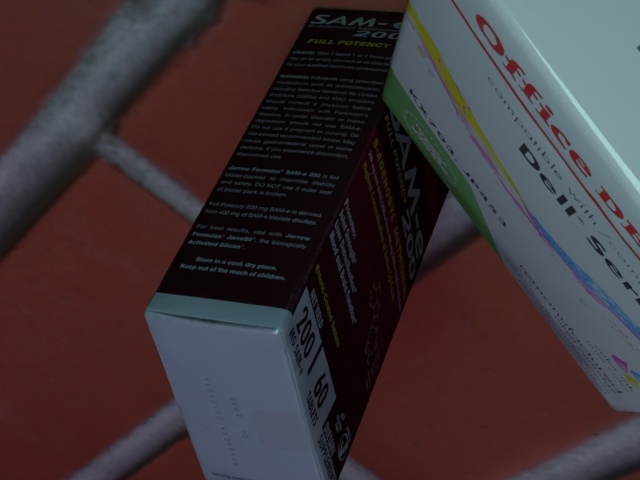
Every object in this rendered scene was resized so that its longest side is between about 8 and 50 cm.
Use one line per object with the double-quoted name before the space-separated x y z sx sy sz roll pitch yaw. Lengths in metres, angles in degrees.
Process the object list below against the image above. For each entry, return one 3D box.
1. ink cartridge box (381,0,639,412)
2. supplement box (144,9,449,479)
"ink cartridge box" 0.134 -0.046 0.538 0.207 0.119 0.353 54 175 5
"supplement box" 0.000 0.000 0.744 0.073 0.239 0.130 6 136 20
